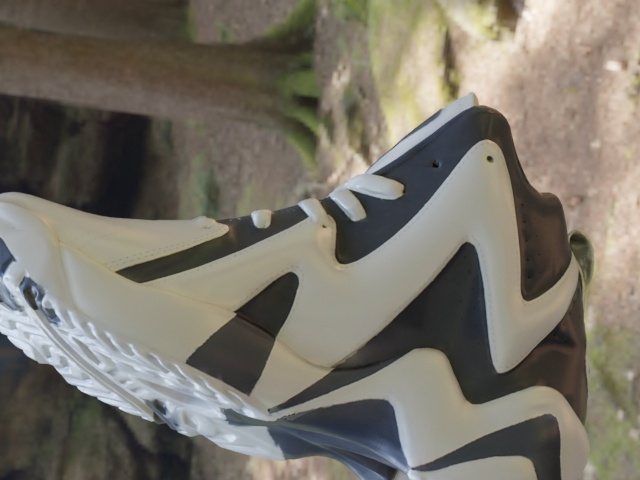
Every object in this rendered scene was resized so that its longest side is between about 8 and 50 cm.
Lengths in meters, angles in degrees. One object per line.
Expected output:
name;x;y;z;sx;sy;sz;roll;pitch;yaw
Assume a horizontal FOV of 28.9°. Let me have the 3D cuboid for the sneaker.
sneaker;0.000;0.000;0.455;0.094;0.235;0.153;118;173;-67
